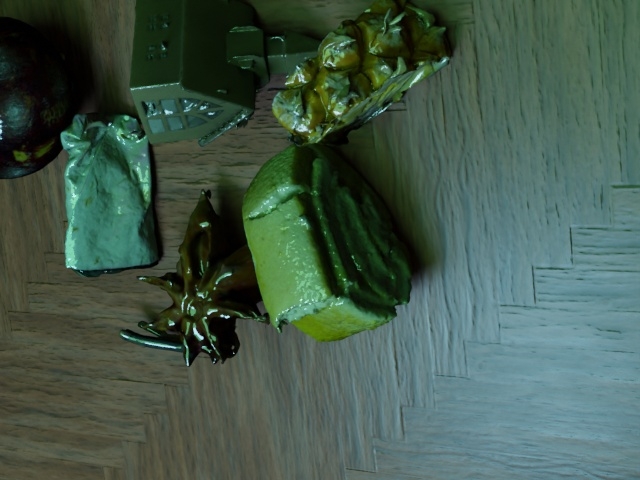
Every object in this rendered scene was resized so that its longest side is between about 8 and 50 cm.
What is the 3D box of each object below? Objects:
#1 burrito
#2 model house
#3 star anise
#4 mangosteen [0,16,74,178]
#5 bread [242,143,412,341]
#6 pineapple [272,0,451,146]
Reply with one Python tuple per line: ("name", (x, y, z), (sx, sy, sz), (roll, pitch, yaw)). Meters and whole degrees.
("burrito", (-0.302, -0.066, 1.689), (0.089, 0.144, 0.229), (10, 104, 54))
("model house", (-0.100, -0.214, 1.525), (0.248, 0.181, 0.176), (-5, 146, 6))
("star anise", (-0.164, 0.073, 1.637), (0.346, 0.148, 0.237), (-35, 63, 36))
("mangosteen", (-0.482, -0.195, 1.653), (0.231, 0.289, 0.231), (12, 106, 49))
("bread", (0.000, 0.000, 1.487), (0.124, 0.186, 0.257), (-31, 79, 37))
("pineapple", (0.040, -0.194, 1.432), (0.236, 0.186, 0.114), (-35, 79, -10))
